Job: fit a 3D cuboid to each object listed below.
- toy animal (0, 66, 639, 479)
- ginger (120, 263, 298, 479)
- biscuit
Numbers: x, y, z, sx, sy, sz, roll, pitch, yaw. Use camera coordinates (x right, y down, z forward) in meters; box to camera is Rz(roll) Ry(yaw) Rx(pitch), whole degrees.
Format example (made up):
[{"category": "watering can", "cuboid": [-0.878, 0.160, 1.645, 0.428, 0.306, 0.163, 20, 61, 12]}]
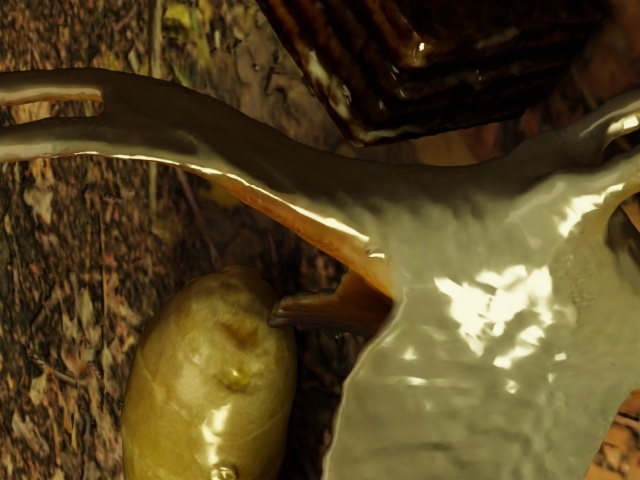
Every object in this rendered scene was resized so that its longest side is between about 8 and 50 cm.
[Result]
[{"category": "toy animal", "cuboid": [0.020, -0.008, 0.504, 0.302, 0.284, 0.225, -27, 33, 27]}, {"category": "ginger", "cuboid": [-0.044, 0.237, 0.731, 0.348, 0.122, 0.363, 97, 157, -48]}, {"category": "biscuit", "cuboid": [-0.025, -0.211, 0.612, 0.388, 0.107, 0.073, 60, 140, 21]}]
